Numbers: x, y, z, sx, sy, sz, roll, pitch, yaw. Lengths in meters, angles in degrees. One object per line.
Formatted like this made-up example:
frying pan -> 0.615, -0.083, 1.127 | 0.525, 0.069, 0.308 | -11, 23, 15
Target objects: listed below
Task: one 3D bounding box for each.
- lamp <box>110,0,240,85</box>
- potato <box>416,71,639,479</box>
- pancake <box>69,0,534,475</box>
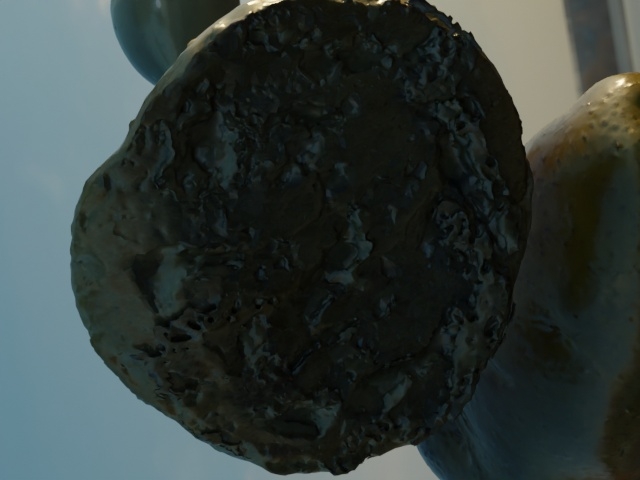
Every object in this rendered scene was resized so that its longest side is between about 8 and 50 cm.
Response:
lamp -> -0.108, -0.147, 1.236 | 0.106, 0.106, 0.193 | 68, -172, -50
potato -> 0.165, 0.050, 1.037 | 0.369, 0.176, 0.195 | 106, -175, -48
pancake -> 0.000, 0.000, 0.861 | 0.049, 0.282, 0.282 | -129, 22, -61
